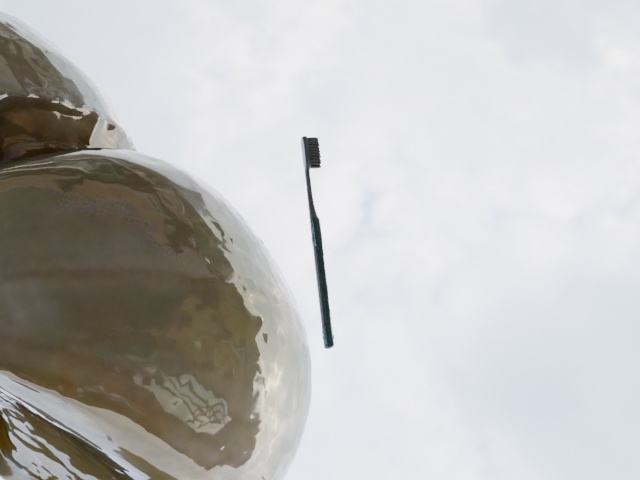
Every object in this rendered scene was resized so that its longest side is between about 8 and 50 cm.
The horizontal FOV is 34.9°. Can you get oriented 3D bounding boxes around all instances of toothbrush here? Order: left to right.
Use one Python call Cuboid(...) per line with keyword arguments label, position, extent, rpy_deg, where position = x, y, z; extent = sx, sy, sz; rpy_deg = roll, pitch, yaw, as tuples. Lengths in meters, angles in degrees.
Cuboid(label="toothbrush", position=(0.000, 0.000, 0.785), extent=(0.014, 0.011, 0.167), rpy_deg=(-4, -100, -15))

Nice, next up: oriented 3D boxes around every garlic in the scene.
Cuboid(label="garlic", position=(-0.152, 0.017, 0.475), extent=(0.249, 0.313, 0.286), rpy_deg=(-23, -123, -11))
